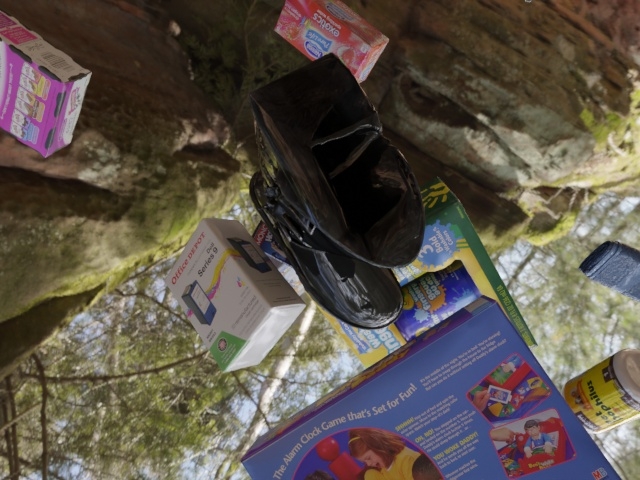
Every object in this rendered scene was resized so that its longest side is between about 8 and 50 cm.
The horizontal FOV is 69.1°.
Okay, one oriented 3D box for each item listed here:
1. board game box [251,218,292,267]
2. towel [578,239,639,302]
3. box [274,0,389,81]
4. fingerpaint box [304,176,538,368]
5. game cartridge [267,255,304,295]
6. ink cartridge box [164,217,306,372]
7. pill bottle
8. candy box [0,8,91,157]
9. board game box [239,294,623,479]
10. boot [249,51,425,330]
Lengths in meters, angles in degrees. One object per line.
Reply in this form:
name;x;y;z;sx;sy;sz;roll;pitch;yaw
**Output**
board game box;-0.061;-0.047;0.962;0.194;0.060;0.194;28;-108;2
towel;0.423;0.044;0.626;0.119;0.067;0.029;26;-138;2
box;0.028;-0.528;1.193;0.257;0.128;0.122;41;-137;5
fingerpaint box;0.232;0.145;1.089;0.445;0.371;0.163;55;-168;-23
game cartridge;-0.101;0.100;1.151;0.062;0.198;0.297;39;-115;22
ink cartridge box;-0.151;0.087;0.786;0.093;0.154;0.212;5;-142;-54
pill bottle;0.577;0.314;0.939;0.117;0.215;0.117;10;-131;-12
candy box;-0.505;-0.268;0.744;0.233;0.159;0.071;35;-144;-10
board game box;0.117;0.256;0.541;0.233;0.347;0.078;57;-173;7
boot;0.043;-0.002;0.630;0.367;0.445;0.146;46;-103;-5
